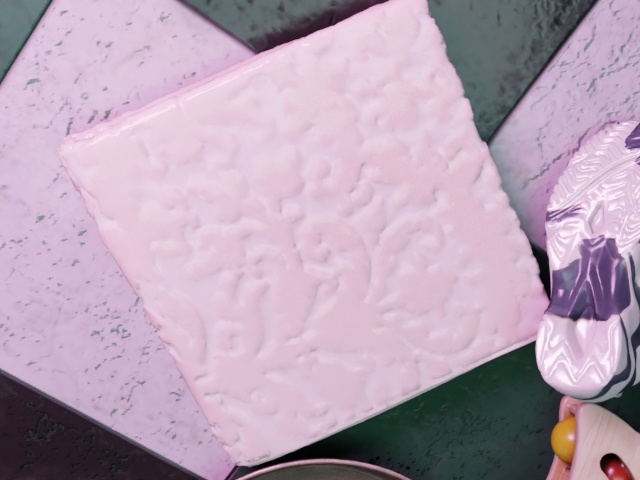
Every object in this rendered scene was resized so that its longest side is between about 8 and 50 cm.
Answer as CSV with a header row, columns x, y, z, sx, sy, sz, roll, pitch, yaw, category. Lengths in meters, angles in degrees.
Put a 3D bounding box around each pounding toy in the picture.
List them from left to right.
x,y,z,sx,sy,sz,roll,pitch,yaw,category
0.221,0.278,0.913,0.154,0.155,0.269,11,88,1,pounding toy

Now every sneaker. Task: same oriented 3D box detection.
x,y,z,sx,sy,sz,roll,pitch,yaw,category
0.257,0.028,0.843,0.094,0.153,0.234,0,73,30,sneaker

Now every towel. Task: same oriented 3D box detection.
x,y,z,sx,sy,sz,roll,pitch,yaw,category
0.000,0.000,0.817,0.317,0.053,0.331,-25,111,2,towel

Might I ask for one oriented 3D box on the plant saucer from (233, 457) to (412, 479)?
x,y,z,sx,sy,sz,roll,pitch,yaw,category
-0.008,0.331,0.939,0.311,0.050,0.310,-2,109,-6,plant saucer
